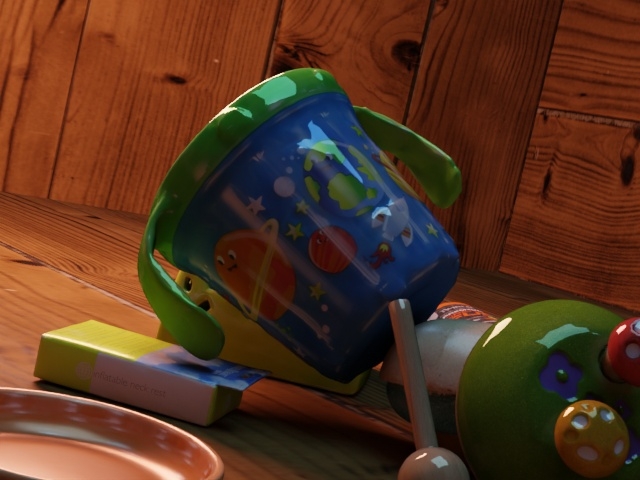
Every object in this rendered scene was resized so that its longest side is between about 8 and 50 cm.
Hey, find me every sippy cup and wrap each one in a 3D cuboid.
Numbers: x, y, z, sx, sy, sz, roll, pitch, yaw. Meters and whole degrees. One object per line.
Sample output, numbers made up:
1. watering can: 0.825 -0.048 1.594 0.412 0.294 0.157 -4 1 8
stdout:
1. sippy cup: 0.000 0.000 1.120 0.224 0.305 0.240 45 -4 17

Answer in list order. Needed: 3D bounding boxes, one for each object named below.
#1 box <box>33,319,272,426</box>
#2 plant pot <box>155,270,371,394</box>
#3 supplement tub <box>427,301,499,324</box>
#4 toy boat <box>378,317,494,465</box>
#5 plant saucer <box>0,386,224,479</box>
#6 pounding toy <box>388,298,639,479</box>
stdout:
1. box: -0.141 0.114 1.050 0.178 0.042 0.109 15 5 10
2. plant pot: -0.033 0.033 1.363 0.228 0.207 0.227 14 4 6
3. supplement tub: 0.163 0.128 1.382 0.106 0.106 0.198 12 4 -18
4. toy boat: 0.205 0.157 1.059 0.318 0.148 0.267 7 -5 35
5. plant saucer: -0.160 0.136 0.752 0.199 0.037 0.200 14 5 -1
6. pounding toy: 0.176 0.117 0.885 0.236 0.183 0.110 4 -20 -13
